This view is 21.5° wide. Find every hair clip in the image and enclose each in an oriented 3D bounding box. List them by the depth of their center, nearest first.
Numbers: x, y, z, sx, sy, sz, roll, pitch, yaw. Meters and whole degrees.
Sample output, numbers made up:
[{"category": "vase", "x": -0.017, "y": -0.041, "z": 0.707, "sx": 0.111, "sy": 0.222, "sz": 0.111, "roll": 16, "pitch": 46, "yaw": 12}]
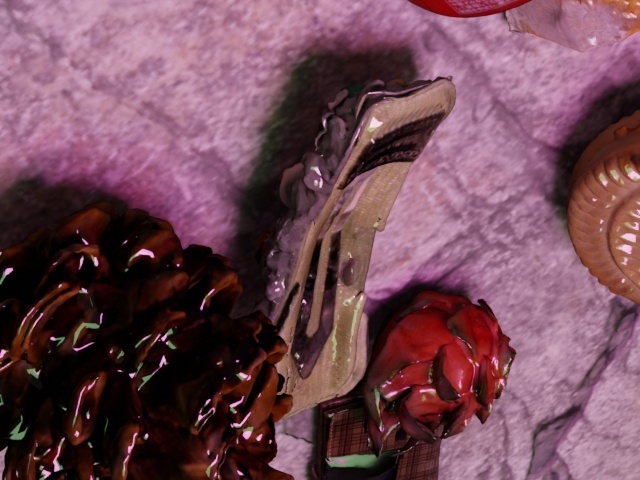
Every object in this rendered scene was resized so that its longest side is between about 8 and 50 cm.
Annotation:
[{"category": "hair clip", "x": -0.001, "y": -0.002, "z": 1.262, "sx": 0.138, "sy": 0.091, "sz": 0.321, "roll": -20, "pitch": 140, "yaw": -42}]

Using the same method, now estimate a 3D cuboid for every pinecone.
[{"category": "pinecone", "x": -0.137, "y": 0.090, "z": 1.175, "sx": 0.243, "sy": 0.257, "sz": 0.243, "roll": -26, "pitch": 122, "yaw": -51}]

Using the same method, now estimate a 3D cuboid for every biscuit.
[{"category": "biscuit", "x": 0.312, "y": -0.018, "z": 1.330, "sx": 0.259, "sy": 0.079, "sz": 0.259, "roll": 10, "pitch": 144, "yaw": 8}]

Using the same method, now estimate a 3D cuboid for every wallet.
[{"category": "wallet", "x": 0.051, "y": 0.214, "z": 1.515, "sx": 0.124, "sy": 0.042, "sz": 0.230, "roll": -13, "pitch": 135, "yaw": -18}]

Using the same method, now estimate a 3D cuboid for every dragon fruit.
[{"category": "dragon fruit", "x": 0.094, "y": 0.108, "z": 1.383, "sx": 0.142, "sy": 0.121, "sz": 0.130, "roll": -34, "pitch": 134, "yaw": -40}]

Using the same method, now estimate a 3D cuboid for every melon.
[{"category": "melon", "x": 0.169, "y": -0.184, "z": 1.181, "sx": 0.202, "sy": 0.093, "sz": 0.139, "roll": 20, "pitch": 143, "yaw": -16}]

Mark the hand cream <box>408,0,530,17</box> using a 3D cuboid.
[{"category": "hand cream", "x": 0.087, "y": -0.241, "z": 1.020, "sx": 0.193, "sy": 0.193, "sz": 0.125, "roll": -39, "pitch": 135, "yaw": 11}]
